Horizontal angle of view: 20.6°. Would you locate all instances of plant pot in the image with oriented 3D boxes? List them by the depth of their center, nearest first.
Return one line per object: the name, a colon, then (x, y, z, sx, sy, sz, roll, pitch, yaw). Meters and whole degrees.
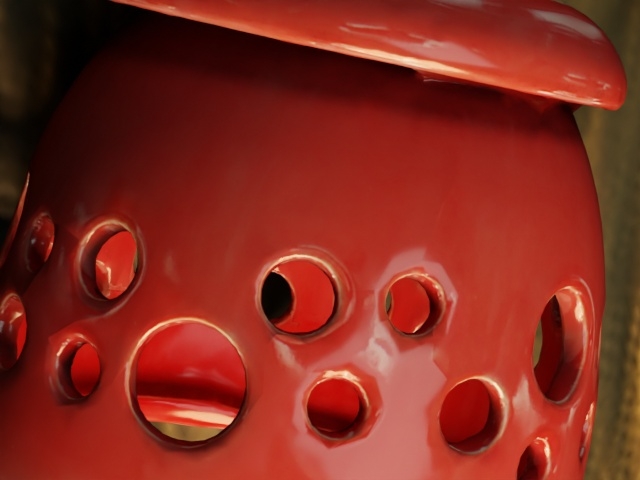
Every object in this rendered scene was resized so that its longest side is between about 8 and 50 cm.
plant pot: (0.000, 0.000, 0.537, 0.191, 0.191, 0.174, 9, 98, -36)
